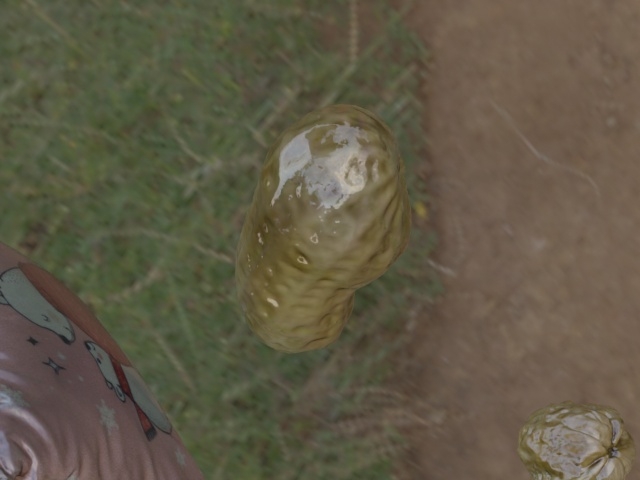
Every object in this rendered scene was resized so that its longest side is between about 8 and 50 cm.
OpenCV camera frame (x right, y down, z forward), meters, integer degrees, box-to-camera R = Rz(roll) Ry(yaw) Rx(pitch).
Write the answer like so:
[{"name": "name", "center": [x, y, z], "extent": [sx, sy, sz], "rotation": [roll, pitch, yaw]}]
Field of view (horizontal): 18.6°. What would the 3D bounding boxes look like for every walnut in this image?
[{"name": "walnut", "center": [0.197, 0.161, 1.502], "extent": [0.082, 0.079, 0.096], "rotation": [-55, 18, -21]}]

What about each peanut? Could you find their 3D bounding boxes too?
[{"name": "peanut", "center": [0.000, 0.000, 1.293], "extent": [0.108, 0.226, 0.095], "rotation": [14, 50, -8]}]

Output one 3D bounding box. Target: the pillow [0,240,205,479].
[{"name": "pillow", "center": [-0.164, 0.080, 1.136], "extent": [0.084, 0.223, 0.236], "rotation": [-40, 58, 8]}]
